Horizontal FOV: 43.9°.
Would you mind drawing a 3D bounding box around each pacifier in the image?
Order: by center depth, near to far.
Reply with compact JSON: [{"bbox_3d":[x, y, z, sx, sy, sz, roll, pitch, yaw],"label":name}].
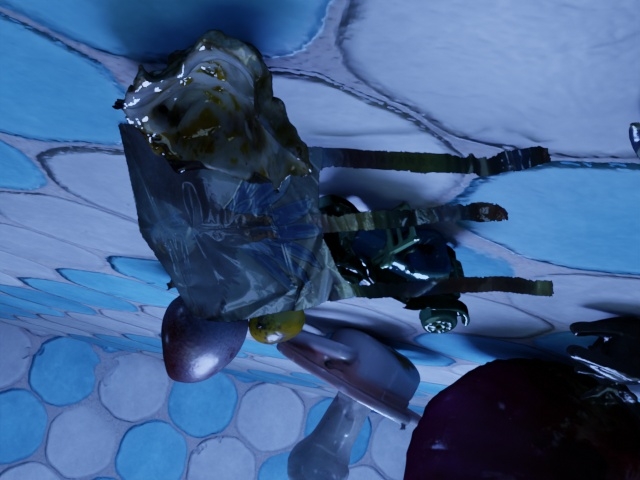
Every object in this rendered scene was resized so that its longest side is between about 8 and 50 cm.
[{"bbox_3d":[0.049,0.246,1.209,0.220,0.273,0.332,-12,157,22],"label":"pacifier"}]

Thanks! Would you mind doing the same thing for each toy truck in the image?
[{"bbox_3d":[0.067,0.011,0.616,0.154,0.080,0.078,23,135,-35],"label":"toy truck"}]

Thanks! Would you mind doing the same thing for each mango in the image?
[{"bbox_3d":[-0.058,0.107,1.069,0.079,0.057,0.114,-23,180,5],"label":"mango"}]

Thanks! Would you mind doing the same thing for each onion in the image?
[{"bbox_3d":[0.323,0.313,0.984,0.398,0.398,0.420,17,147,-17],"label":"onion"}]

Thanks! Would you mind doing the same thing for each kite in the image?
[{"bbox_3d":[0.001,-0.001,0.539,0.310,0.015,0.169,5,122,26],"label":"kite"}]

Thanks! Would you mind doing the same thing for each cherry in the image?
[{"bbox_3d":[-0.170,0.126,1.037,0.115,0.148,0.188,52,-164,6],"label":"cherry"}]

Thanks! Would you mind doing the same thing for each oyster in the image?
[{"bbox_3d":[-0.062,-0.070,0.441,0.148,0.051,0.103,-3,141,43],"label":"oyster"}]

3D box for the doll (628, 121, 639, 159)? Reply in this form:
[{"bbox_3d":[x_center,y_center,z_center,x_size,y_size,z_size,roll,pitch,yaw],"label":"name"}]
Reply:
[{"bbox_3d":[0.191,-0.033,0.414,0.037,0.027,0.125,9,166,42],"label":"doll"}]

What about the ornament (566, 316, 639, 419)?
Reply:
[{"bbox_3d":[0.365,0.143,0.829,0.202,0.080,0.236,10,163,22],"label":"ornament"}]
